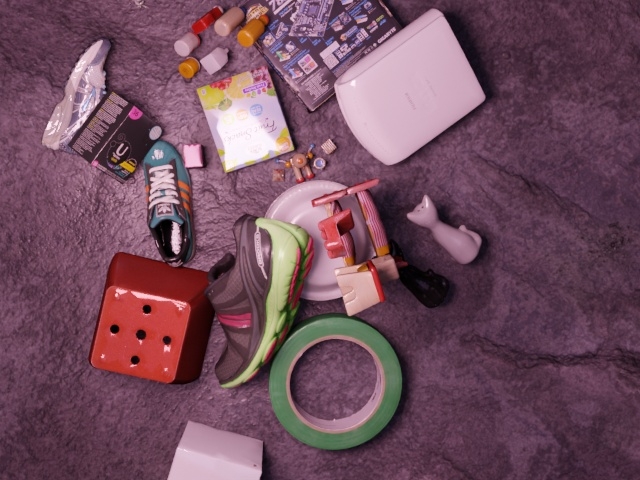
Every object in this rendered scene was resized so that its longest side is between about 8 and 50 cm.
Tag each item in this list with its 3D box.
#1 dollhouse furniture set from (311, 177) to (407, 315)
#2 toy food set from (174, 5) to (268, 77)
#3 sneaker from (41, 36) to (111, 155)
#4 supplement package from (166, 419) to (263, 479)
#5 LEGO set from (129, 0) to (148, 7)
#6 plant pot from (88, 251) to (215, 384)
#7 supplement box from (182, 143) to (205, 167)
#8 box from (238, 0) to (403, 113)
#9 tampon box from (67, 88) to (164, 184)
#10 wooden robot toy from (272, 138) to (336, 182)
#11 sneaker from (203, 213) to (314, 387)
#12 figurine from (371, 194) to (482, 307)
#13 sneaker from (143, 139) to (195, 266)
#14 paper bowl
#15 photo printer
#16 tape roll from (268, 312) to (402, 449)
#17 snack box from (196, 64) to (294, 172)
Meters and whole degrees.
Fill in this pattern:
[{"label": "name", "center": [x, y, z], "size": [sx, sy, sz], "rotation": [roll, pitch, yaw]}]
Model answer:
[{"label": "dollhouse furniture set", "center": [0.085, -0.004, 1.425], "size": [0.152, 0.374, 0.201], "rotation": [-19, 96, 1]}, {"label": "toy food set", "center": [-0.234, -0.464, 1.629], "size": [0.232, 0.104, 0.111], "rotation": [-20, 117, 39]}, {"label": "sneaker", "center": [-0.535, -0.328, 1.653], "size": [0.122, 0.110, 0.283], "rotation": [24, 95, -23]}, {"label": "supplement package", "center": [-0.265, 0.598, 1.672], "size": [0.199, 0.198, 0.263], "rotation": [17, 93, -4]}, {"label": "LEGO set", "center": [-0.435, -0.576, 1.667], "size": [0.083, 0.023, 0.054], "rotation": [28, 92, -5]}, {"label": "plant pot", "center": [-0.388, 0.190, 1.617], "size": [0.267, 0.236, 0.267], "rotation": [13, 92, -4]}, {"label": "supplement box", "center": [-0.295, -0.196, 1.673], "size": [0.043, 0.083, 0.055], "rotation": [-4, 93, -4]}, {"label": "box", "center": [-0.003, -0.504, 1.678], "size": [0.295, 0.073, 0.293], "rotation": [-40, 95, 0]}, {"label": "tampon box", "center": [-0.462, -0.234, 1.620], "size": [0.101, 0.120, 0.161], "rotation": [36, 88, 29]}, {"label": "wooden robot toy", "center": [-0.038, -0.183, 1.694], "size": [0.173, 0.079, 0.076], "rotation": [-24, 95, -2]}, {"label": "sneaker", "center": [-0.160, 0.134, 1.608], "size": [0.202, 0.185, 0.483], "rotation": [28, 123, 12]}, {"label": "figurine", "center": [0.248, 0.021, 1.686], "size": [0.209, 0.092, 0.215], "rotation": [37, 90, -29]}, {"label": "sneaker", "center": [-0.351, -0.088, 1.657], "size": [0.108, 0.121, 0.302], "rotation": [-12, 93, -2]}, {"label": "paper bowl", "center": [0.000, 0.000, 1.677], "size": [0.284, 0.148, 0.284], "rotation": [0, 93, -4]}, {"label": "photo printer", "center": [0.200, -0.342, 1.656], "size": [0.307, 0.107, 0.256], "rotation": [-35, 116, -1]}, {"label": "tape roll", "center": [0.034, 0.339, 1.733], "size": [0.321, 0.077, 0.321], "rotation": [0, 94, -5]}, {"label": "snack box", "center": [-0.172, -0.282, 1.678], "size": [0.174, 0.070, 0.207], "rotation": [-19, 96, 3]}]
